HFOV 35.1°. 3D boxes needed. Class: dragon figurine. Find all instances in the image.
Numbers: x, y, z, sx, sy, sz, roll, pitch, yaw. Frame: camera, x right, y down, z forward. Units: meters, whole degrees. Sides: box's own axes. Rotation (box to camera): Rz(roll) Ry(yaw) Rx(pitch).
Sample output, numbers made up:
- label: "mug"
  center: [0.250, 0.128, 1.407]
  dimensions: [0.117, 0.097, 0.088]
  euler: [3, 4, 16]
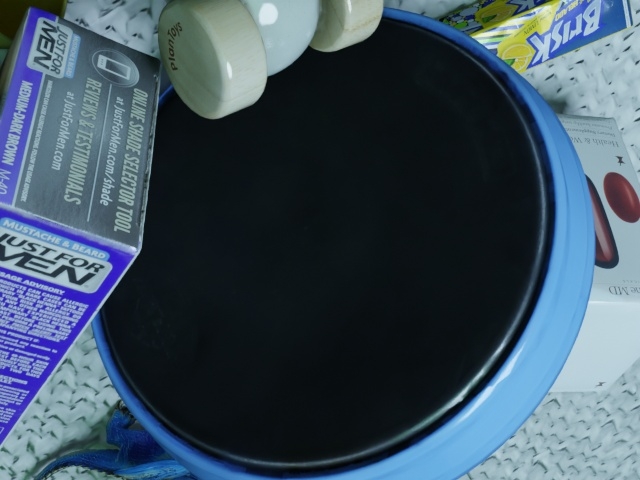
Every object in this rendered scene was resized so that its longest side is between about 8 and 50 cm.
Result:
- label: "dragon figurine"
  center: [-0.149, 0.220, 0.966]
  dimensions: [0.289, 0.144, 0.085]
  euler: [-13, 120, -7]

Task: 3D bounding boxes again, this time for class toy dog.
- label: "toy dog"
  center: [-0.092, -0.242, 0.712]
  dimensions: [0.220, 0.161, 0.333]
  euler: [-5, 86, -35]

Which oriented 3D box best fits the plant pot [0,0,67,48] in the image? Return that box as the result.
- label: "plant pot"
  center: [-0.262, -0.198, 0.731]
  dimensions: [0.095, 0.134, 0.134]
  euler: [-7, 123, 21]

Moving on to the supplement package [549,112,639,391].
- label: "supplement package"
  center: [0.166, 0.008, 0.871]
  dimensions: [0.194, 0.203, 0.149]
  euler: [2, 144, -15]

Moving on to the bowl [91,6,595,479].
- label: "bowl"
  center: [0.000, 0.000, 0.750]
  dimensions: [0.391, 0.391, 0.077]
  euler: [-35, 152, 6]

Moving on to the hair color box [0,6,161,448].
- label: "hair color box"
  center: [-0.236, 0.019, 0.745]
  dimensions: [0.110, 0.185, 0.339]
  euler: [21, 133, -25]

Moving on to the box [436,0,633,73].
- label: "box"
  center: [0.179, -0.185, 0.875]
  dimensions: [0.169, 0.059, 0.054]
  euler: [-23, 123, -1]
